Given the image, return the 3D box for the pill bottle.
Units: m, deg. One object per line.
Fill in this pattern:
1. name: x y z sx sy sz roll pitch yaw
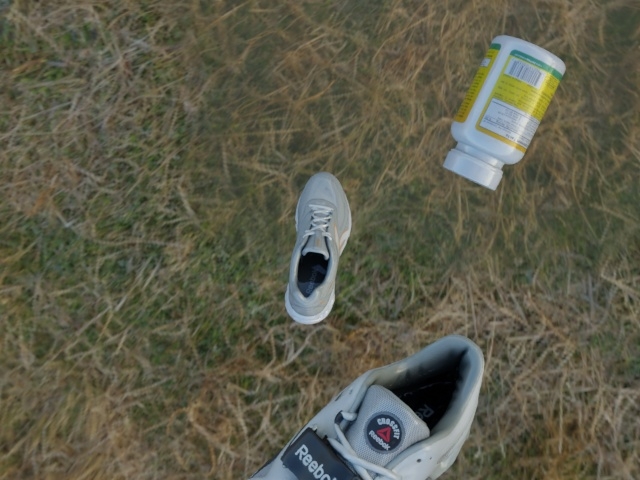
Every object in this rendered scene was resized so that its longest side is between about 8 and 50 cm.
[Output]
1. pill bottle: 0.266 -0.186 1.274 0.117 0.117 0.208 25 97 0

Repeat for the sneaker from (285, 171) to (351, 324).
1. sneaker: 0.000 0.000 1.412 0.099 0.121 0.262 6 71 0

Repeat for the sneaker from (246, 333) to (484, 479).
1. sneaker: 0.017 0.184 0.692 0.122 0.330 0.146 37 143 19
